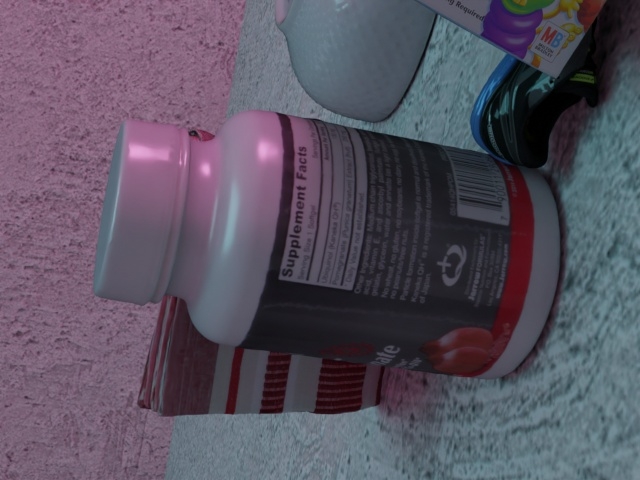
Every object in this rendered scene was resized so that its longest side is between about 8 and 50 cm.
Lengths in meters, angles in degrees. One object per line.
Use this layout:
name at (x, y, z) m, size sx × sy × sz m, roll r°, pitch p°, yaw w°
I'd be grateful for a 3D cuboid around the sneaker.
sneaker at (0.175, -0.135, 0.744) m, size 0.078 × 0.067 × 0.188 m, roll 43°, pitch 120°, yaw 37°

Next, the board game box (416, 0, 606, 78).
board game box at (0.088, -0.235, 0.710) m, size 0.142 × 0.144 × 0.275 m, roll -59°, pitch 23°, yaw 15°

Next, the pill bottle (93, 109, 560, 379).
pill bottle at (0.000, 0.000, 0.791) m, size 0.176 × 0.319 × 0.176 m, roll -171°, pitch 90°, yaw -76°

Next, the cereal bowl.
cereal bowl at (0.033, -0.317, 1.254) m, size 0.339 × 0.141 × 0.339 m, roll -171°, pitch 90°, yaw -75°

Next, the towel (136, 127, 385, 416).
towel at (-0.030, 0.044, 0.986) m, size 0.037 × 0.329 × 0.237 m, roll 8°, pitch 87°, yaw 37°
